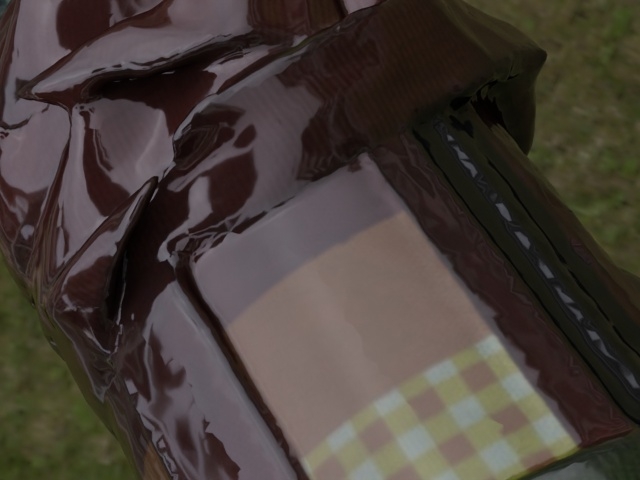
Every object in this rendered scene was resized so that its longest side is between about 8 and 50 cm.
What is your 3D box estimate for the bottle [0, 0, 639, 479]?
[{"bbox_3d":[0.000,0.000,0.459,0.143,0.156,0.271,-33,57,1],"label":"bottle"}]
